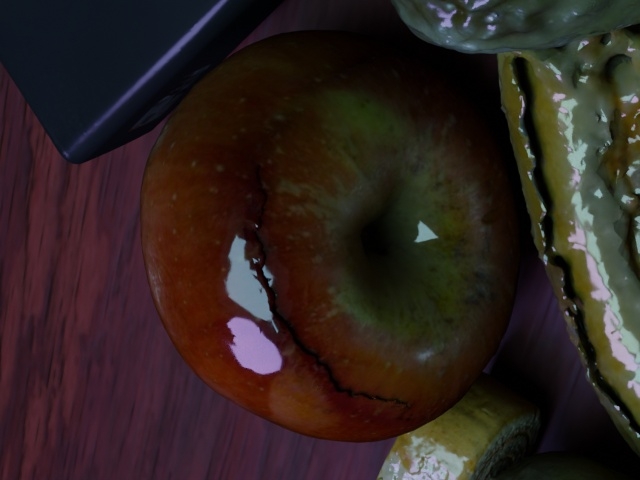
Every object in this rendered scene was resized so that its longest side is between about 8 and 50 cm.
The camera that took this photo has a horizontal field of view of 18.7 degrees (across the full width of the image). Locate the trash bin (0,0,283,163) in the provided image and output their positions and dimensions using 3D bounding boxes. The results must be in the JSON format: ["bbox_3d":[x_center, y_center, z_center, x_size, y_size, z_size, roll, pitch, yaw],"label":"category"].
[{"bbox_3d":[-0.129,-0.189,1.397,0.225,0.115,0.165,-36,86,38],"label":"trash bin"}]

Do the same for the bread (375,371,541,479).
[{"bbox_3d":[0.091,0.161,1.385,0.073,0.122,0.149,35,127,23],"label":"bread"}]

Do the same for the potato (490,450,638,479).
[{"bbox_3d":[0.176,0.238,1.320,0.160,0.178,0.235,-15,138,8],"label":"potato"}]

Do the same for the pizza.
[{"bbox_3d":[0.298,0.069,1.212,0.435,0.080,0.392,17,120,32],"label":"pizza"}]

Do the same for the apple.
[{"bbox_3d":[0.000,0.000,1.296,0.206,0.251,0.272,-2,127,54],"label":"apple"}]

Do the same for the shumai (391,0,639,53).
[{"bbox_3d":[0.164,-0.174,1.126,0.222,0.225,0.260,42,149,-10],"label":"shumai"}]
